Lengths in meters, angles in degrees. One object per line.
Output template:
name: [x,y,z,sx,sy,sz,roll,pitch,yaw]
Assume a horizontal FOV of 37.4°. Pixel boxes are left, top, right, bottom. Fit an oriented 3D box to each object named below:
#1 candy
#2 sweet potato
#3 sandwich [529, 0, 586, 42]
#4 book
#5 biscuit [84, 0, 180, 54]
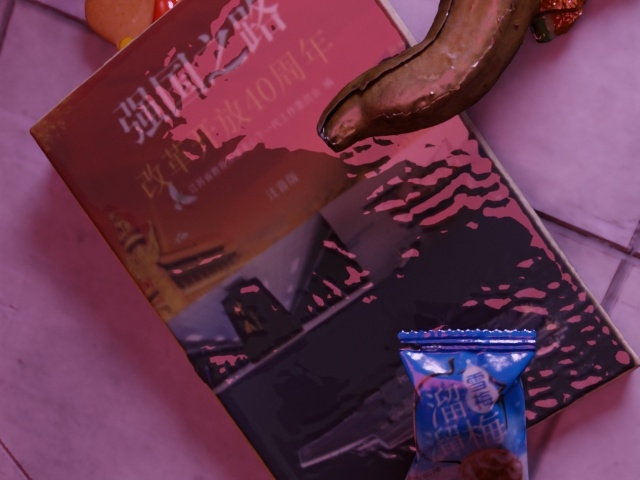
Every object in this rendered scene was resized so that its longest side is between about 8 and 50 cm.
candy: [0.094,0.121,0.617,0.088,0.038,0.136,-1,108,0]
sweet potato: [0.088,-0.141,0.566,0.081,0.062,0.233,34,98,15]
sandwich: [0.170,-0.191,0.592,0.135,0.029,0.067,-43,81,18]
book: [0.000,0.000,0.648,0.262,0.028,0.374,-35,91,18]
biscuit: [-0.107,-0.131,0.682,0.165,0.036,0.250,28,103,12]
